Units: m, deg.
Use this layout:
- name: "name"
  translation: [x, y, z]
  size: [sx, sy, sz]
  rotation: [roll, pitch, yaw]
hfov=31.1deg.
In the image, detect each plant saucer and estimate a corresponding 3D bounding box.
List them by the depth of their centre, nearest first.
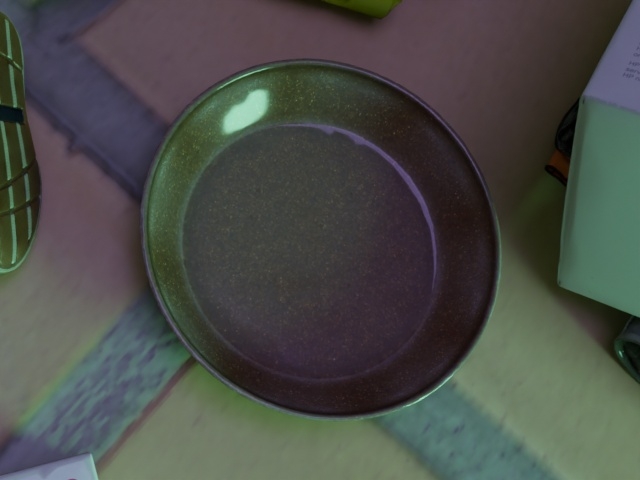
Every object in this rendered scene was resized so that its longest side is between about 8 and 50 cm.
- name: "plant saucer"
  translation: [0.000, 0.000, 0.617]
  size: [0.198, 0.036, 0.198]
  rotation: [5, 72, -15]

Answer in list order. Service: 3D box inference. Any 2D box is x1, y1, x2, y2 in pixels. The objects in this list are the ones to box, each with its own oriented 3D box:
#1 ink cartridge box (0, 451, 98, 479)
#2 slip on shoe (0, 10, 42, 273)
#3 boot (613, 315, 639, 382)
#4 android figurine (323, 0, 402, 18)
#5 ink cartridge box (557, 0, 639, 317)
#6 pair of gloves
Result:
- name: "ink cartridge box"
  translation: [-0.156, 0.159, 0.507]
  size: [0.135, 0.056, 0.099]
  rotation: [-13, 78, -20]
- name: "slip on shoe"
  translation: [-0.173, -0.049, 0.576]
  size: [0.041, 0.051, 0.135]
  rotation: [-10, 83, 20]
- name: "boot"
  translation: [0.297, 0.042, 0.678]
  size: [0.189, 0.076, 0.208]
  rotation: [34, 59, 10]
- name: "android figurine"
  translation: [0.012, -0.258, 0.687]
  size: [0.273, 0.056, 0.248]
  rotation: [14, 71, -15]
- name: "ink cartridge box"
  translation: [0.252, -0.077, 0.608]
  size: [0.171, 0.168, 0.233]
  rotation: [22, 61, 21]
- name: "pair of gloves"
  translation: [0.180, -0.048, 0.702]
  size: [0.083, 0.010, 0.074]
  rotation: [33, 63, -4]
